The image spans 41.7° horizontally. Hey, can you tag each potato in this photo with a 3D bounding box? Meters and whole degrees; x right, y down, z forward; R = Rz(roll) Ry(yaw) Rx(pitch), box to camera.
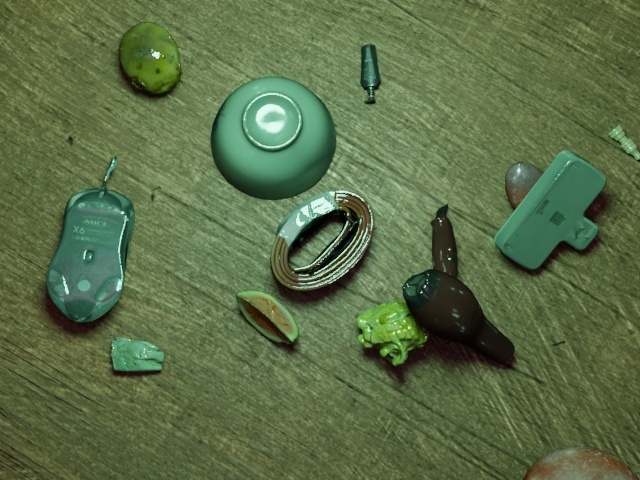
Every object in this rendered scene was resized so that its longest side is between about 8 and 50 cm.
[{"bbox_3d":[-0.386,-0.417,1.902,0.137,0.137,0.176,-36,76,-6],"label":"potato"}]

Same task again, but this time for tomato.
[{"bbox_3d":[0.540,0.554,1.716,0.270,0.227,0.270,1,80,-4],"label":"tomato"}]

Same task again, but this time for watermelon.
[{"bbox_3d":[-0.120,0.174,1.846,0.163,0.087,0.069,41,114,7],"label":"watermelon"}]

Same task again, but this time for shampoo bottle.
[{"bbox_3d":[0.115,-0.387,1.955,0.048,0.027,0.137,-5,81,12],"label":"shampoo bottle"}]

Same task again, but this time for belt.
[{"bbox_3d":[0.000,0.000,1.856,0.184,0.105,0.261,42,86,3],"label":"belt"}]

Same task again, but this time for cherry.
[{"bbox_3d":[0.465,-0.121,1.887,0.106,0.087,0.126,-31,101,-22],"label":"cherry"}]

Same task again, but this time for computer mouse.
[{"bbox_3d":[-0.492,-0.004,1.858,0.167,0.090,0.379,11,75,-5],"label":"computer mouse"}]

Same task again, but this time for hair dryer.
[{"bbox_3d":[0.303,0.075,1.841,0.312,0.123,0.340,33,45,-34],"label":"hair dryer"}]

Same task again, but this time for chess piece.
[{"bbox_3d":[0.706,-0.222,1.938,0.035,0.035,0.092,-41,87,-7],"label":"chess piece"}]

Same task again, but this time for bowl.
[{"bbox_3d":[-0.108,-0.245,1.870,0.289,0.146,0.289,0,81,-1],"label":"bowl"}]

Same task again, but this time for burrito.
[{"bbox_3d":[-0.400,0.251,1.840,0.118,0.044,0.074,3,77,3],"label":"burrito"}]

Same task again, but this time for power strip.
[{"bbox_3d":[0.526,-0.049,1.851,0.193,0.059,0.265,29,105,-26],"label":"power strip"}]

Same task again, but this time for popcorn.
[{"bbox_3d":[0.162,0.192,1.812,0.141,0.162,0.136,7,114,-28],"label":"popcorn"}]
